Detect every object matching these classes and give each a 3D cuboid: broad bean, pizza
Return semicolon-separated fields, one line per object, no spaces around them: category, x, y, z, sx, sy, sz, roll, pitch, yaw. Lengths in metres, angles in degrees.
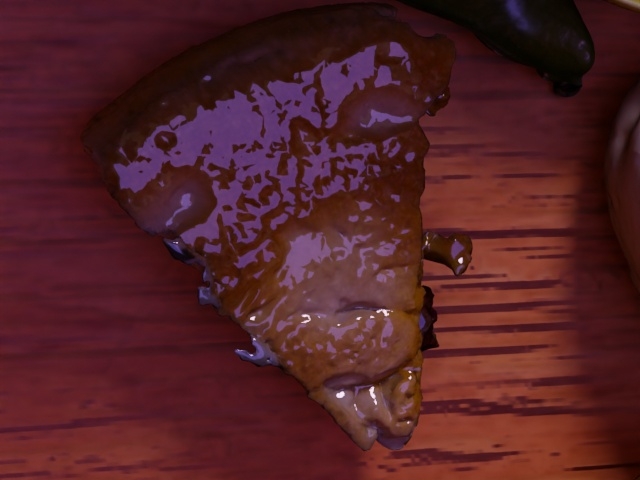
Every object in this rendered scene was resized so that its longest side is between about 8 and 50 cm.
broad bean;0.014;-0.124;0.777;0.256;0.052;0.053;20;131;-22
pizza;-0.002;0.000;0.777;0.154;0.069;0.194;-25;110;-14

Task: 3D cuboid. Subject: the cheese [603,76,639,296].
cheese;0.255;-0.024;0.845;0.263;0.093;0.159;-7;98;-17

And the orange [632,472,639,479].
orange;0.199;0.180;0.800;0.206;0.206;0.206;-2;97;-18

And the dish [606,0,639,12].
dish;0.145;-0.170;0.797;0.207;0.080;0.149;-17;97;-15
